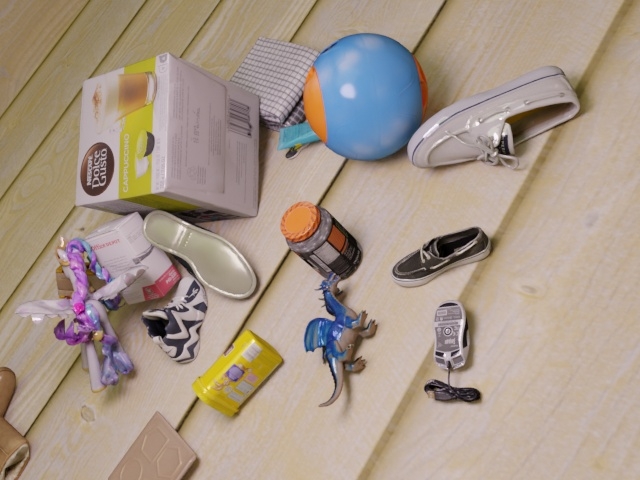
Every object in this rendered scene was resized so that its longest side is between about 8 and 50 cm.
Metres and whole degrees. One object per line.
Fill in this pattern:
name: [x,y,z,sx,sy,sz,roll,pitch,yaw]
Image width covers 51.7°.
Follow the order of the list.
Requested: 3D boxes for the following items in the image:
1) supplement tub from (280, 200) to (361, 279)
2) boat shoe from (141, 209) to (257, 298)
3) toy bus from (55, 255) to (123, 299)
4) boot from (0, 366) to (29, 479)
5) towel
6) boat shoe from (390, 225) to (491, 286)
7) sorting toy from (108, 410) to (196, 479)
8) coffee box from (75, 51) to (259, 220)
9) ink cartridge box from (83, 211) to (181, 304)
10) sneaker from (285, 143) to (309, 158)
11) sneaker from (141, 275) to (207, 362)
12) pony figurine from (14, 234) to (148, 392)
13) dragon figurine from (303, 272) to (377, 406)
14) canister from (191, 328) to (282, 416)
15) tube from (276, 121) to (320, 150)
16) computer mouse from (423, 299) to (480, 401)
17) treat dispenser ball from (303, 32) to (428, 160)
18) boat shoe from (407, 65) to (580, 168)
supplement tub: [0.000,0.000,1.454,0.117,0.190,0.117,-18,52,25]
boat shoe: [-0.291,0.037,1.671,0.340,0.113,0.127,26,90,15]
toy bus: [-0.651,0.112,1.896,0.191,0.202,0.104,-38,16,18]
boot: [-0.863,0.504,1.812,0.269,0.089,0.236,21,85,42]
towel: [-0.125,-0.438,1.885,0.283,0.121,0.235,25,80,41]
boat shoe: [0.236,0.026,1.354,0.219,0.070,0.078,-24,50,20]
sorting toy: [-0.378,0.516,1.494,0.208,0.038,0.193,28,80,48]
coffee box: [-0.392,-0.238,1.723,0.334,0.338,0.338,-5,80,33]
ink cartridge box: [-0.494,0.048,1.735,0.158,0.218,0.092,-14,27,36]
sneaker: [-0.066,-0.255,1.775,0.083,0.035,0.031,-43,44,2]
sneaker: [-0.364,0.170,1.626,0.094,0.153,0.235,-11,56,27]
pony figurine: [-0.572,0.177,1.630,0.302,0.364,0.351,-18,16,-23]
dragon figurine: [0.023,0.209,1.374,0.144,0.085,0.289,2,63,36]
canister: [-0.177,0.287,1.439,0.170,0.126,0.073,-46,46,-2]
tube: [-0.017,-0.286,1.725,0.207,0.052,0.080,-10,46,18]
computer mouse: [0.251,0.208,1.247,0.106,0.042,0.193,-10,62,36]
treat dispenser ball: [0.104,-0.330,1.531,0.288,0.288,0.288,-18,53,25]
boat shoe: [0.369,-0.219,1.393,0.367,0.136,0.156,-23,53,9]
